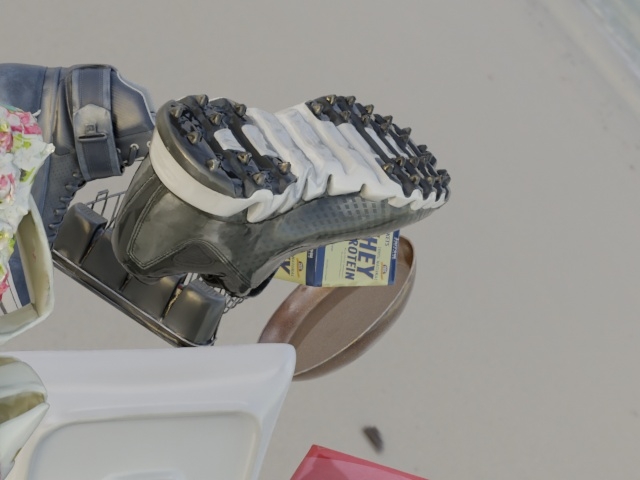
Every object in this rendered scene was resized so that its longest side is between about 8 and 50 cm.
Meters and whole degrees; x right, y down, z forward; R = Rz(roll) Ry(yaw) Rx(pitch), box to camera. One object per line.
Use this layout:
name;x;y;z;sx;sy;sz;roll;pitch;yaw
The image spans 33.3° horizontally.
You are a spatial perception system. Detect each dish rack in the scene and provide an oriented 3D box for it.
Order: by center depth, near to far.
dish rack;-0.155;0.012;1.185;0.208;0.074;0.271;34;18;8

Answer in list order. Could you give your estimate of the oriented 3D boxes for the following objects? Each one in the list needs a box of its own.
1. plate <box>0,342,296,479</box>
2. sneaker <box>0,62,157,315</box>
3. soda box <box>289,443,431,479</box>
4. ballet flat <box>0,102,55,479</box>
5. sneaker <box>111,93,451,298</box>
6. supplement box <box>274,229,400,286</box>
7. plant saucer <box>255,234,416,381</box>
plate;-0.161;0.216;0.884;0.277;0.277;0.045;2;25;-34
sneaker;-0.202;-0.039;0.900;0.164;0.226;0.086;-4;17;-10
soda box;0.095;0.231;0.732;0.263;0.083;0.092;13;33;19
ballet flat;-0.149;0.049;0.447;0.077;0.240;0.091;-11;37;-37
sneaker;-0.021;-0.020;0.572;0.234;0.106;0.078;-5;53;-53
supplement box;0.000;0.000;0.775;0.083;0.056;0.083;0;7;-43
plant saucer;0.030;0.112;1.654;0.050;0.311;0.310;51;23;-20
